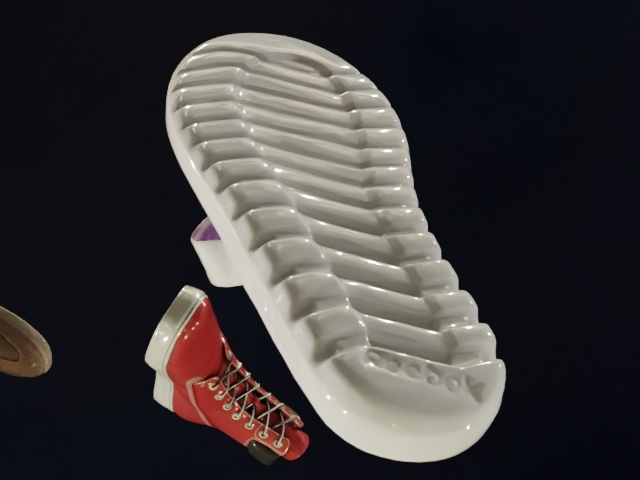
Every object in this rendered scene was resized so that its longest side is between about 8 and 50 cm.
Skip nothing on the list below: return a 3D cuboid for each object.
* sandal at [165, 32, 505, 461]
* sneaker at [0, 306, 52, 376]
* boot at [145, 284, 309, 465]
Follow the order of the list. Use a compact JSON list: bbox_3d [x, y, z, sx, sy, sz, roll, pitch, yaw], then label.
[{"bbox_3d":[-0.015,-0.002,0.943,0.169,0.102,0.416,7,-145,-21],"label":"sandal"},{"bbox_3d":[-0.326,0.086,1.271,0.188,0.066,0.071,23,-132,13],"label":"sneaker"},{"bbox_3d":[-0.085,0.146,1.497,0.176,0.244,0.088,30,-114,13],"label":"boot"}]
